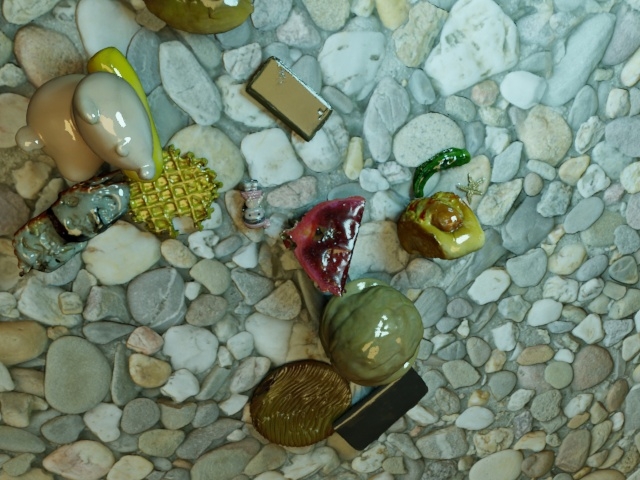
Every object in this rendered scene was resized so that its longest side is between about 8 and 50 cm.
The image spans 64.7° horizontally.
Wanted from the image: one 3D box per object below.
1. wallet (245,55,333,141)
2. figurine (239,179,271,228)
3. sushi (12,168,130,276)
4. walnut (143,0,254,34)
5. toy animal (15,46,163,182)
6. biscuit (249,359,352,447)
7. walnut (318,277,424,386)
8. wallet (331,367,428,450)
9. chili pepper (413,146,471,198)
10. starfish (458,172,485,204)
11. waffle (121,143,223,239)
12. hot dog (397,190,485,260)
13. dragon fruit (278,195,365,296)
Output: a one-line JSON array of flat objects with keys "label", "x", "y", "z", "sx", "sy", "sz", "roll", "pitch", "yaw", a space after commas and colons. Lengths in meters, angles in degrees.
[{"label": "wallet", "x": -0.071, "y": -0.337, "z": 1.210, "sx": 0.198, "sy": 0.031, "sz": 0.110, "roll": 37, "pitch": 100, "yaw": -22}, {"label": "figurine", "x": -0.167, "y": -0.090, "z": 1.281, "sx": 0.072, "sy": 0.054, "sz": 0.129, "roll": -11, "pitch": 106, "yaw": -23}, {"label": "sushi", "x": -0.570, "y": -0.038, "z": 1.162, "sx": 0.332, "sy": 0.124, "sz": 0.129, "roll": -31, "pitch": 96, "yaw": 14}, {"label": "walnut", "x": -0.261, "y": -0.503, "z": 1.055, "sx": 0.246, "sy": 0.137, "sz": 0.137, "roll": 2, "pitch": 111, "yaw": -12}, {"label": "toy animal", "x": -0.465, "y": -0.211, "z": 1.029, "sx": 0.247, "sy": 0.345, "sz": 0.277, "roll": -18, "pitch": 130, "yaw": -10}, {"label": "biscuit", "x": -0.056, "y": 0.505, "z": 1.542, "sx": 0.318, "sy": 0.040, "sz": 0.317, "roll": -4, "pitch": 113, "yaw": -10}, {"label": "walnut", "x": 0.131, "y": 0.241, "z": 1.344, "sx": 0.286, "sy": 0.296, "sz": 0.284, "roll": 3, "pitch": 76, "yaw": -12}, {"label": "wallet", "x": 0.193, "y": 0.521, "z": 1.580, "sx": 0.310, "sy": 0.042, "sz": 0.165, "roll": -41, "pitch": 123, "yaw": -1}, {"label": "chili pepper", "x": 0.311, "y": -0.189, "z": 1.336, "sx": 0.182, "sy": 0.050, "sz": 0.073, "roll": -36, "pitch": 122, "yaw": 7}, {"label": "starfish", "x": 0.416, "y": -0.141, "z": 1.394, "sx": 0.092, "sy": 0.016, "sz": 0.086, "roll": 10, "pitch": 108, "yaw": -20}, {"label": "waffle", "x": -0.365, "y": -0.116, "z": 1.230, "sx": 0.229, "sy": 0.051, "sz": 0.231, "roll": 26, "pitch": 104, "yaw": -17}, {"label": "hot dog", "x": 0.292, "y": -0.043, "z": 1.287, "sx": 0.150, "sy": 0.257, "sz": 0.153, "roll": -23, "pitch": 101, "yaw": -17}, {"label": "dragon fruit", "x": 0.000, "y": 0.000, "z": 1.316, "sx": 0.212, "sy": 0.134, "sz": 0.261, "roll": 19, "pitch": 80, "yaw": -2}]
